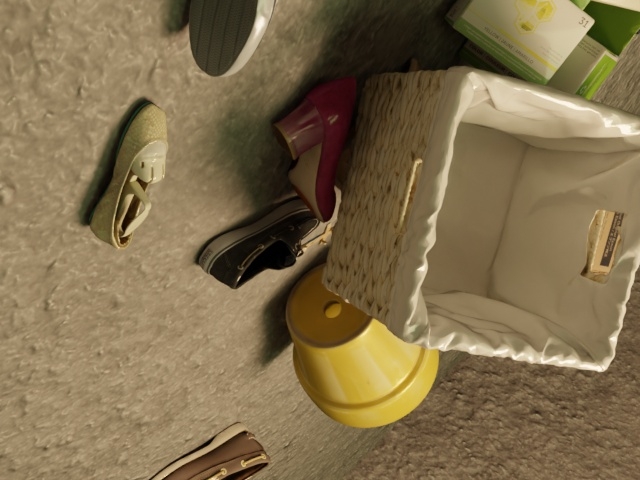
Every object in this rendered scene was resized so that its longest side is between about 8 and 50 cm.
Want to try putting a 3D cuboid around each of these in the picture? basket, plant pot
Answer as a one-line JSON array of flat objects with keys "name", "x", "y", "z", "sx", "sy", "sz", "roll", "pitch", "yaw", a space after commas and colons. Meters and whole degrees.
[{"name": "basket", "x": 0.208, "y": -0.032, "z": 1.292, "sx": 0.331, "sy": 0.266, "sz": 0.328, "roll": 11, "pitch": 93, "yaw": -28}, {"name": "plant pot", "x": 0.054, "y": 0.161, "z": 1.709, "sx": 0.254, "sy": 0.254, "sz": 0.239, "roll": -45, "pitch": 145, "yaw": -8}]

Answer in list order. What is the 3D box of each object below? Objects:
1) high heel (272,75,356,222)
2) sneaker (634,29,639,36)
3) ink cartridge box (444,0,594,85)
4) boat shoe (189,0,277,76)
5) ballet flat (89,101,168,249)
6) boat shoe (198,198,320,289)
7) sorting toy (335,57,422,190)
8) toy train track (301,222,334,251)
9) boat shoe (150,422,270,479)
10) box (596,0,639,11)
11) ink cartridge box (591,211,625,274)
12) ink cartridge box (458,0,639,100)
[{"name": "high heel", "x": 0.013, "y": -0.114, "z": 1.308, "sx": 0.117, "sy": 0.082, "sz": 0.244, "roll": -36, "pitch": 146, "yaw": -9}, {"name": "sneaker", "x": 0.590, "y": -0.424, "z": 1.817, "sx": 0.111, "sy": 0.121, "sz": 0.300, "roll": -13, "pitch": 141, "yaw": -58}, {"name": "ink cartridge box", "x": 0.307, "y": -0.350, "z": 1.371, "sx": 0.235, "sy": 0.171, "sz": 0.056, "roll": -53, "pitch": -157, "yaw": 17}, {"name": "boat shoe", "x": -0.051, "y": -0.249, "z": 0.900, "sx": 0.076, "sy": 0.083, "sz": 0.226, "roll": -25, "pitch": 150, "yaw": -46}, {"name": "ballet flat", "x": -0.184, "y": -0.062, "z": 1.019, "sx": 0.057, "sy": 0.052, "sz": 0.168, "roll": -21, "pitch": 147, "yaw": -52}, {"name": "boat shoe", "x": -0.064, "y": 0.009, "z": 1.378, "sx": 0.228, "sy": 0.076, "sz": 0.080, "roll": -23, "pitch": 149, "yaw": -50}, {"name": "sorting toy", "x": 0.091, "y": -0.155, "z": 1.469, "sx": 0.208, "sy": 0.038, "sz": 0.193, "roll": -53, "pitch": 161, "yaw": 1}, {"name": "toy train track", "x": 0.000, "y": 0.000, "z": 1.595, "sx": 0.083, "sy": 0.014, "sz": 0.048, "roll": -30, "pitch": 154, "yaw": -41}, {"name": "boat shoe", "x": -0.226, "y": 0.456, "z": 1.854, "sx": 0.324, "sy": 0.097, "sz": 0.116, "roll": -28, "pitch": 152, "yaw": -45}, {"name": "box", "x": 0.346, "y": -0.372, "z": 1.281, "sx": 0.275, "sy": 0.113, "sz": 0.094, "roll": 5, "pitch": 131, "yaw": -25}, {"name": "ink cartridge box", "x": 0.342, "y": -0.072, "z": 1.490, "sx": 0.088, "sy": 0.235, "sz": 0.193, "roll": 9, "pitch": 99, "yaw": -38}, {"name": "ink cartridge box", "x": 0.359, "y": -0.326, "z": 1.480, "sx": 0.255, "sy": 0.189, "sz": 0.097, "roll": -56, "pitch": 158, "yaw": 19}]
